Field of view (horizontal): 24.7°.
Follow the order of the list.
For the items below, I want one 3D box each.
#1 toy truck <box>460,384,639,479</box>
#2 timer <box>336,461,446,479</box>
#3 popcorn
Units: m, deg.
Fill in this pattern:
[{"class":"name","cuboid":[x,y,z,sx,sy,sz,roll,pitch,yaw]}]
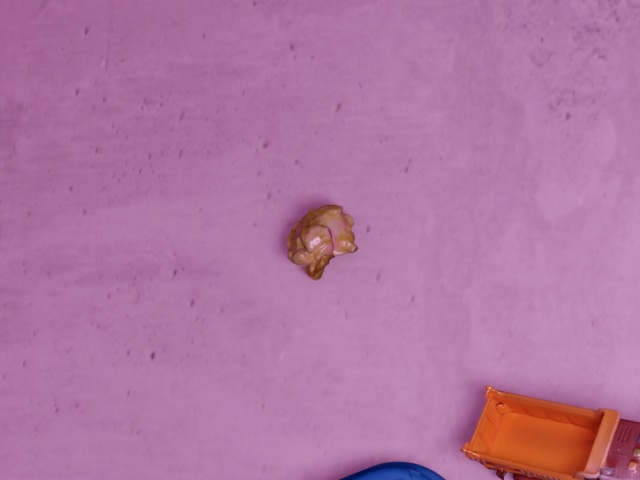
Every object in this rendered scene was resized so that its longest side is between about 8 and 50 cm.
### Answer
[{"class":"toy truck","cuboid":[0.325,0.267,1.843,0.270,0.135,0.114,8,65,38]},{"class":"timer","cuboid":[0.054,0.462,1.898,0.340,0.115,0.309,-23,65,10]},{"class":"popcorn","cuboid":[0.000,-0.002,2.134,0.097,0.089,0.109,-9,49,56]}]
